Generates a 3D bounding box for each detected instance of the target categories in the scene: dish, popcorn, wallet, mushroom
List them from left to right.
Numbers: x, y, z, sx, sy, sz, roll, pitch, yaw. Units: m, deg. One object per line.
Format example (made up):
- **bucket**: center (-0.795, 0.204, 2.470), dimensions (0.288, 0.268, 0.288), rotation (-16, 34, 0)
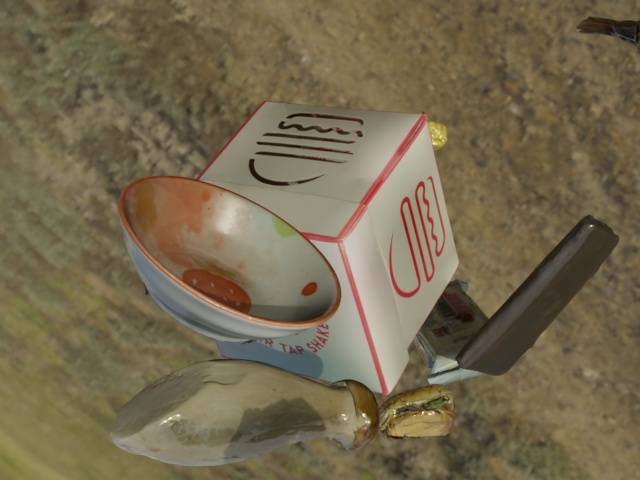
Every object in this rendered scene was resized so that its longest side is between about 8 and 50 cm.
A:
- **dish**: center (-0.110, 0.037, 1.221), dimensions (0.260, 0.260, 0.085), rotation (33, 114, 8)
- **mushroom**: center (-0.086, 0.211, 1.378), dimensions (0.350, 0.128, 0.128), rotation (5, 173, -29)
- **popcorn**: center (0.195, -0.196, 2.161), dimensions (0.084, 0.084, 0.084), rotation (30, 157, 14)
- **wallet**: center (0.346, 0.091, 1.792), dimensions (0.042, 0.309, 0.165), rotation (46, -164, 28)

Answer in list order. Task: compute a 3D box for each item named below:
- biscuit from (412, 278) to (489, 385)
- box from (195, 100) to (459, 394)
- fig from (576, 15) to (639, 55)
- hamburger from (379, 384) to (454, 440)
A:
- **biscuit**: center (0.226, 0.163, 2.039), dimensions (0.309, 0.186, 0.079), rotation (-120, 18, -62)
- **box**: center (0.000, 0.000, 1.713), dimensions (0.314, 0.300, 0.312), rotation (9, 134, 30)
- **fig**: center (0.555, -0.289, 1.708), dimensions (0.368, 0.286, 0.286), rotation (9, 146, 38)
- **hamburger**: center (0.191, 0.308, 2.121), dimensions (0.102, 0.176, 0.087), rotation (-63, 36, 35)
